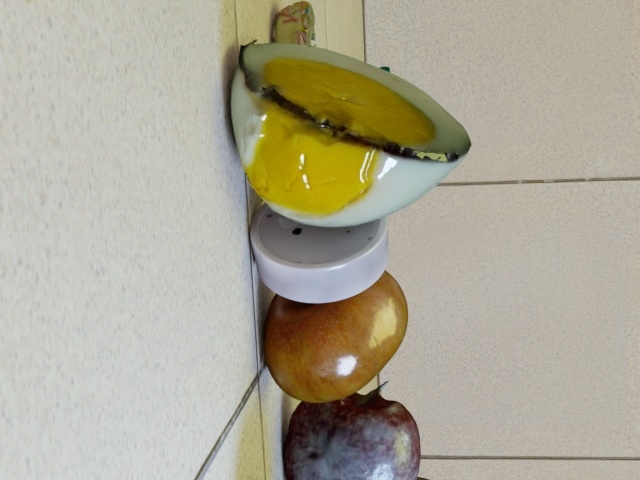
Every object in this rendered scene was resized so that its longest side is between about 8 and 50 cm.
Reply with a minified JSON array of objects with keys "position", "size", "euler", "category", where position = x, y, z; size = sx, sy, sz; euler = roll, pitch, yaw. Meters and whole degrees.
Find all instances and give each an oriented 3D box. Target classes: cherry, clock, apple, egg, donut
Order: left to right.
[{"position":[-0.044,-0.331,1.620],"size":[0.108,0.065,0.166],"euler":[69,22,-67],"category":"donut"},{"position":[0.000,0.000,1.402],"size":[0.197,0.197,0.068],"euler":[-82,169,-49],"category":"clock"},{"position":[0.014,0.125,1.459],"size":[0.173,0.210,0.235],"euler":[56,50,-33],"category":"apple"},{"position":[0.017,-0.127,1.340],"size":[0.337,0.337,0.201],"euler":[-77,-168,-61],"category":"egg"},{"position":[0.049,0.368,1.611],"size":[0.203,0.230,0.300],"euler":[13,90,-68],"category":"cherry"}]

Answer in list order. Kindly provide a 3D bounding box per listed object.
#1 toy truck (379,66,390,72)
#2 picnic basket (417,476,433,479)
[{"position":[0.021,-0.168,1.685],"size":[0.176,0.178,0.363],"euler":[78,16,-54],"category":"toy truck"},{"position":[0.171,0.641,2.103],"size":[0.337,0.337,0.293],"euler":[2,87,-82],"category":"picnic basket"}]
